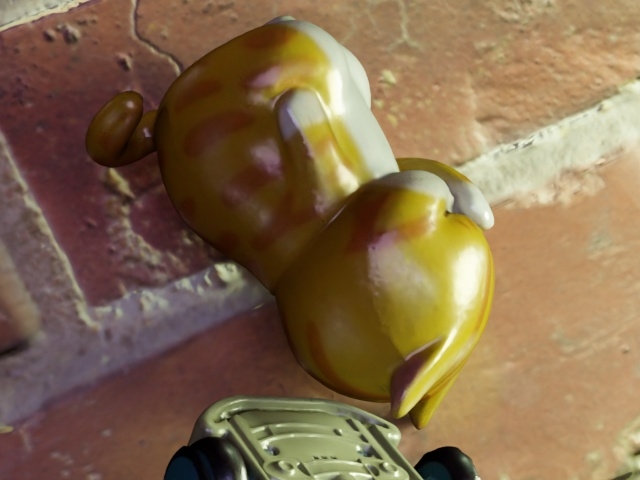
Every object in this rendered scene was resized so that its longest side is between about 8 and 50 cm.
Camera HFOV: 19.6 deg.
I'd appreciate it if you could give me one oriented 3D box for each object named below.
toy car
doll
[{"bbox_3d":[0.000,0.225,1.070,0.204,0.198,0.248,6,28,-35],"label":"toy car"},{"bbox_3d":[0.006,-0.019,1.170,0.162,0.167,0.269,-46,76,10],"label":"doll"}]
